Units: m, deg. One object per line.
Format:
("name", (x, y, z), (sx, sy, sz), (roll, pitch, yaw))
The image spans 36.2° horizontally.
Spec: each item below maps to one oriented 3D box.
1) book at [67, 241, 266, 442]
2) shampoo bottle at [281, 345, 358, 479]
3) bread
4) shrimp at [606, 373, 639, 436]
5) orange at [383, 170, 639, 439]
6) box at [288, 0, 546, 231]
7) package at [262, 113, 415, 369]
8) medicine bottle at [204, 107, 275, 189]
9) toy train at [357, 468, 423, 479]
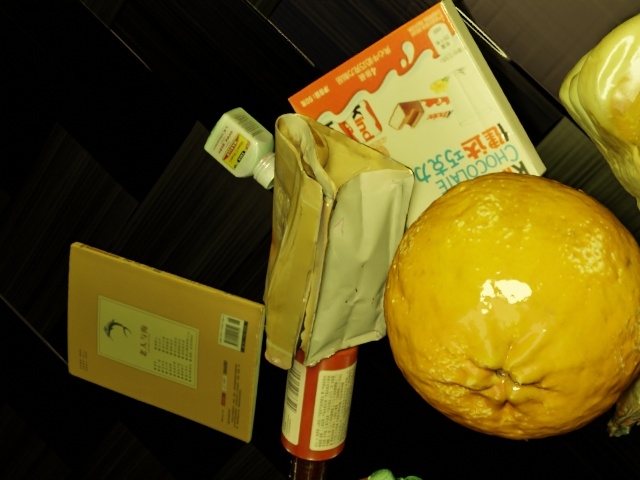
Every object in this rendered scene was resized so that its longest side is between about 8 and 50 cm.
("book", (-0.275, 0.174, 1.687), (0.389, 0.032, 0.269), (18, 116, 20))
("shampoo bottle", (-0.007, 0.270, 1.539), (0.104, 0.104, 0.278), (17, 117, 21))
("bread", (0.412, -0.120, 1.034), (0.210, 0.341, 0.300), (-39, 84, 11))
("shrimp", (0.439, 0.158, 1.247), (0.059, 0.145, 0.254), (38, 147, 13))
("orange", (0.240, 0.090, 1.210), (0.340, 0.293, 0.340), (11, 127, 15))
("box", (0.126, -0.146, 1.334), (0.273, 0.048, 0.265), (-28, 96, 33))
("package", (-0.016, 0.016, 1.365), (0.221, 0.165, 0.311), (29, 131, 25))
("medicine bottle", (-0.106, -0.132, 1.458), (0.118, 0.055, 0.074), (42, 122, 7))
("toy train", (0.129, 0.497, 1.567), (0.177, 0.116, 0.285), (-22, 100, 45))
